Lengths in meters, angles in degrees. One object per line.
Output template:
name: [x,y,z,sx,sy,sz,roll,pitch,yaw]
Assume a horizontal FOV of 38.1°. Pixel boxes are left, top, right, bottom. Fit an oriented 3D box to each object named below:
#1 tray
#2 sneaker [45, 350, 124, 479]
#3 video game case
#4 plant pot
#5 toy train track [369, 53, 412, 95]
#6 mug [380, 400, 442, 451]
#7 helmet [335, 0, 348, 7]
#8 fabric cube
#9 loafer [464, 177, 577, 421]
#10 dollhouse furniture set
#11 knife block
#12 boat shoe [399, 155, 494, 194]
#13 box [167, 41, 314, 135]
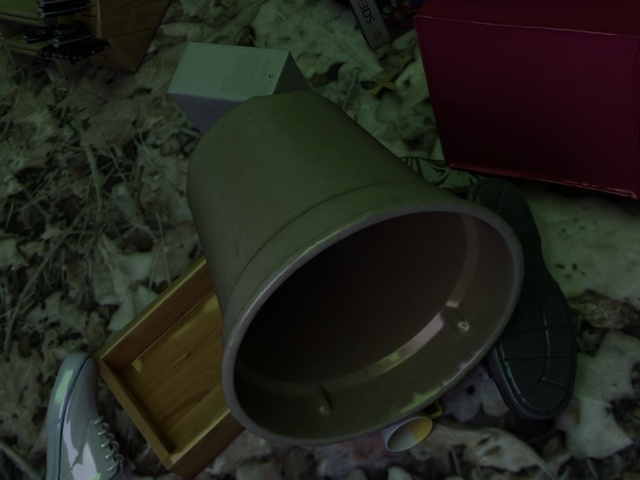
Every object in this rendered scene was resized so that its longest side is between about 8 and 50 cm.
tray: [-0.085,0.093,1.215,0.411,0.076,0.203,-42,58,-4]
sneaker: [-0.295,0.272,1.181,0.091,0.094,0.258,3,89,7]
video game case: [0.137,-0.396,1.297,0.232,0.210,0.041,-28,57,5]
plant pot: [0.000,0.000,1.025,0.334,0.334,0.305,-34,48,2]
toy train track: [0.104,-0.238,1.346,0.048,0.014,0.083,32,73,38]
mug: [0.097,0.208,1.105,0.062,0.078,0.064,-58,44,25]
helmet: [0.039,-0.442,1.377,0.170,0.161,0.169,-2,81,9]
fabric cube: [0.293,-0.242,1.105,0.259,0.254,0.258,13,56,26]
loafer: [0.227,0.075,1.111,0.109,0.095,0.302,-2,65,-14]
dollhouse furniture set: [-0.438,-0.381,1.576,0.129,0.129,0.183,16,47,27]
knife block: [-0.356,-0.391,1.461,0.088,0.242,0.275,12,69,25]
boat shoe: [0.154,-0.080,1.226,0.152,0.049,0.056,6,85,19]
box: [-0.110,-0.209,1.342,0.171,0.130,0.091,11,70,25]
